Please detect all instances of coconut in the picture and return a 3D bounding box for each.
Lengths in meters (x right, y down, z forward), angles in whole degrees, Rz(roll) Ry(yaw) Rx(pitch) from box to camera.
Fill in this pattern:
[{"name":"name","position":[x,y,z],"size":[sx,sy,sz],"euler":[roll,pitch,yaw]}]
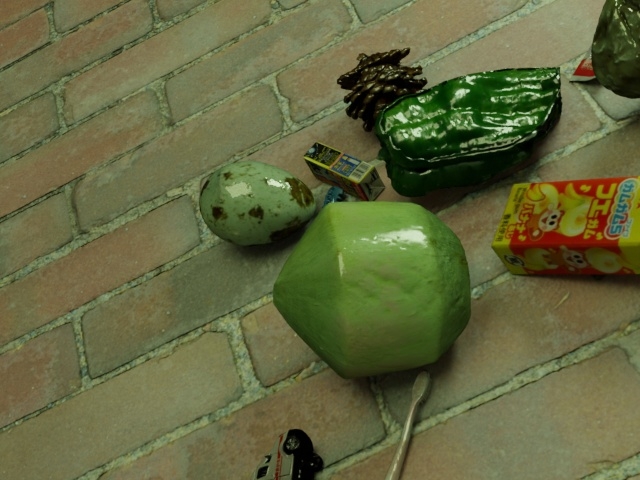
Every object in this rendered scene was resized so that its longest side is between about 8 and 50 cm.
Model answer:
[{"name":"coconut","position":[0.081,0.076,1.704],"size":[0.329,0.281,0.328],"euler":[1,75,-5]}]

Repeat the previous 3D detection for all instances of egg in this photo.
[{"name":"egg","position":[-0.124,-0.072,2.008],"size":[0.231,0.169,0.169],"euler":[0,53,5]}]

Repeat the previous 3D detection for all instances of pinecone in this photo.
[{"name":"pinecone","position":[0.131,-0.299,2.064],"size":[0.179,0.150,0.195],"euler":[-27,47,6]}]

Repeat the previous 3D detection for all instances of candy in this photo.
[{"name":"candy","position":[0.434,-0.023,1.693],"size":[0.276,0.088,0.146],"euler":[0,54,42]}]

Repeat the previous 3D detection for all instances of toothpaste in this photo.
[{"name":"toothpaste","position":[0.590,-0.423,1.996],"size":[0.075,0.048,0.301],"euler":[25,71,35]}]

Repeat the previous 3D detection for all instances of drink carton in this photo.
[{"name":"drink carton","position":[0.046,-0.137,2.034],"size":[0.166,0.071,0.056],"euler":[29,68,40]}]

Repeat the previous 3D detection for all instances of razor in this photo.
[{"name":"razor","position":[0.000,0.000,1.972],"size":[0.082,0.042,0.253],"euler":[-44,24,54]}]

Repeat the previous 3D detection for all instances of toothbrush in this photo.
[{"name":"toothbrush","position":[0.127,0.348,1.638],"size":[0.025,0.029,0.307],"euler":[5,60,32]}]

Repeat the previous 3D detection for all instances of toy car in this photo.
[{"name":"toy car","position":[-0.066,0.409,1.646],"size":[0.108,0.089,0.209],"euler":[-13,53,25]}]

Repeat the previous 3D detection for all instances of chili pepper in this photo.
[{"name":"chili pepper","position":[0.288,-0.200,1.903],"size":[0.385,0.167,0.213],"euler":[-18,62,-2]}]

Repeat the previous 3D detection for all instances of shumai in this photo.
[{"name":"shumai","position":[0.655,-0.339,1.705],"size":[0.292,0.329,0.288],"euler":[6,27,-20]}]

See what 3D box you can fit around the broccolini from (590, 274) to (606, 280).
[{"name":"broccolini","position":[0.541,0.018,1.681],"size":[0.201,0.058,0.074],"euler":[-33,30,22]}]
